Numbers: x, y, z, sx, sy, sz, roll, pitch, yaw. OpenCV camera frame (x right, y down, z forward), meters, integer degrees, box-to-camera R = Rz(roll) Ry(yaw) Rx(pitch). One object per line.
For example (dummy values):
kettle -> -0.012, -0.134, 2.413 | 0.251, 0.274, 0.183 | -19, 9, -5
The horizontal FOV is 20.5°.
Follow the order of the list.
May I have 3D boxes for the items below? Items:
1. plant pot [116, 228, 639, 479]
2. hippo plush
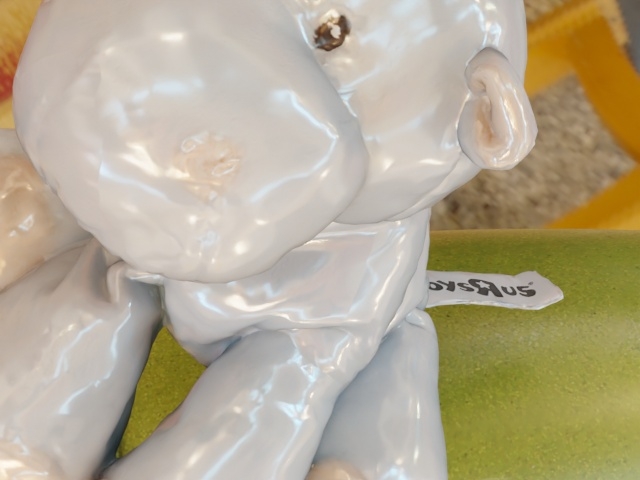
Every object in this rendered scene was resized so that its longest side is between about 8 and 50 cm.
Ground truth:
plant pot -> 0.108, 0.144, 0.925 | 0.352, 0.366, 0.367 | -13, 117, 7
hippo plush -> 0.000, 0.000, 0.630 | 0.294, 0.234, 0.236 | -14, 157, -23
